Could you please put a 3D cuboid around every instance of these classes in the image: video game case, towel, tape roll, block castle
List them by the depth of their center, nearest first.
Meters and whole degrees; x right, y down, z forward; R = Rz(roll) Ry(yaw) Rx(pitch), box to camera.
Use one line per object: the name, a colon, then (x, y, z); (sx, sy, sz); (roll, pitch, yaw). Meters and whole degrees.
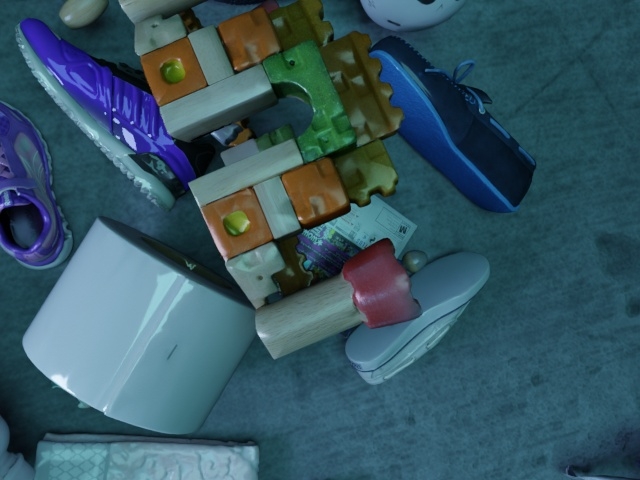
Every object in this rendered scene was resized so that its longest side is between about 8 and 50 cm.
block castle: (-0.026, -0.113, 0.652); (0.213, 0.303, 0.453); (-23, 87, 3)
tape roll: (-0.210, 0.100, 0.693); (0.246, 0.246, 0.169); (32, 85, -13)
towel: (-0.259, 0.448, 0.779); (0.317, 0.053, 0.331); (9, 84, -14)
video game case: (0.000, 0.000, 0.839); (0.232, 0.042, 0.210); (34, 86, -13)

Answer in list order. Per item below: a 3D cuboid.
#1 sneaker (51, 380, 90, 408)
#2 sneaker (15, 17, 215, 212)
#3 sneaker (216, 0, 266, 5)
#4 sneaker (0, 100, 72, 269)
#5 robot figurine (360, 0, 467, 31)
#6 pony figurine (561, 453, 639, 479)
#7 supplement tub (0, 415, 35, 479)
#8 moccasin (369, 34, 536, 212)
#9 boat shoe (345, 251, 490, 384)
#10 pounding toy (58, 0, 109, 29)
sneaker: (-0.300, 0.208, 0.782); (0.161, 0.057, 0.075); (28, 104, -15)
sneaker: (-0.259, -0.190, 0.744); (0.146, 0.102, 0.293); (-44, 106, -11)
sneaker: (-0.080, -0.394, 0.789); (0.209, 0.069, 0.082); (-11, 80, -11)
sneaker: (-0.396, -0.073, 0.710); (0.095, 0.104, 0.236); (-20, 97, -10)
robot figurine: (0.121, -0.439, 0.771); (0.209, 0.174, 0.278); (-9, 97, 28)
pony figurine: (0.636, 0.401, 0.891); (0.303, 0.351, 0.363); (39, 66, -16)
supplement tub: (-0.527, 0.238, 0.631); (0.235, 0.235, 0.325); (-42, 102, -8)
moccasin: (0.202, -0.185, 0.846); (0.342, 0.138, 0.116); (43, 79, -26)
boat shoe: (0.162, 0.124, 0.863); (0.267, 0.096, 0.088); (-40, 129, -14)
pounding toy: (-0.311, -0.417, 0.682); (0.154, 0.155, 0.269); (-28, 99, -6)
